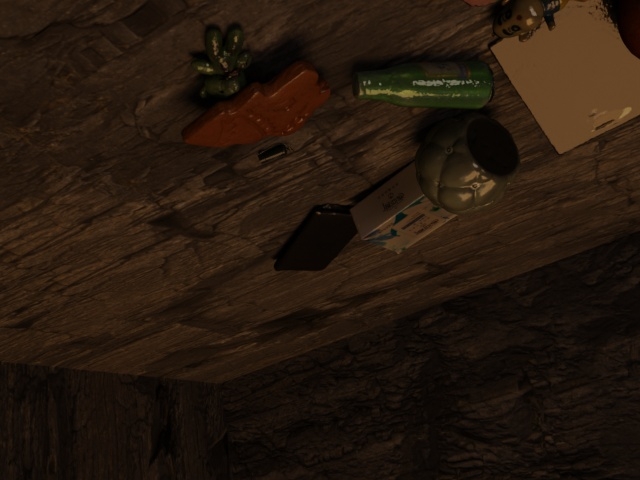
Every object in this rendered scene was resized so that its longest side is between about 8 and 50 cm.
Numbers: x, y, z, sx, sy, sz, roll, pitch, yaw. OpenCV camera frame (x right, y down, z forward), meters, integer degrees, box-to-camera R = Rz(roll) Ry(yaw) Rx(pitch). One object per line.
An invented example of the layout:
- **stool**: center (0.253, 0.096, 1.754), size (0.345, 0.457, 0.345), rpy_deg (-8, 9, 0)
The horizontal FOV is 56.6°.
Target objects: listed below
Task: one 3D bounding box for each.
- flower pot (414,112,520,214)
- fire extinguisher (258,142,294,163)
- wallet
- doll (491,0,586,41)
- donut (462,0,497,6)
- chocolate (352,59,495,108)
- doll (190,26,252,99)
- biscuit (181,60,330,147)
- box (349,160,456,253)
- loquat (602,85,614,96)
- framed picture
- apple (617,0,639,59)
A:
- **flower pot**: center (0.350, -0.183, 1.443), size (0.246, 0.246, 0.195), rpy_deg (1, 159, -30)
- **fire extinguisher**: center (-0.106, -0.208, 1.397), size (0.083, 0.025, 0.038), rpy_deg (-18, 133, 10)
- **wallet**: center (0.000, 0.000, 1.878), size (0.197, 0.051, 0.377), rpy_deg (1, 151, -26)
- **doll**: center (0.401, -0.433, 1.108), size (0.179, 0.102, 0.089), rpy_deg (-27, -168, 26)
- **donut**: center (0.302, -0.463, 1.007), size (0.166, 0.065, 0.117), rpy_deg (-26, 152, 28)
- **chocolate**: center (0.207, -0.322, 1.232), size (0.291, 0.110, 0.110), rpy_deg (-4, 154, -15)
- **doll**: center (-0.175, -0.315, 1.078), size (0.115, 0.078, 0.150), rpy_deg (-17, 147, -18)
- **biscuit**: center (-0.123, -0.244, 1.173), size (0.306, 0.043, 0.284), rpy_deg (-22, 172, -11)
- **box**: center (0.256, -0.094, 1.695), size (0.274, 0.116, 0.203), rpy_deg (-36, 147, 28)
- **loquat**: center (0.621, -0.363, 1.315), size (0.141, 0.141, 0.141), rpy_deg (-11, 156, -5)
- **framed picture**: center (0.539, -0.349, 1.242), size (0.244, 0.013, 0.324), rpy_deg (-28, 121, 30)
- **apple**: center (0.667, -0.430, 1.069), size (0.253, 0.254, 0.253), rpy_deg (-11, 156, -5)
